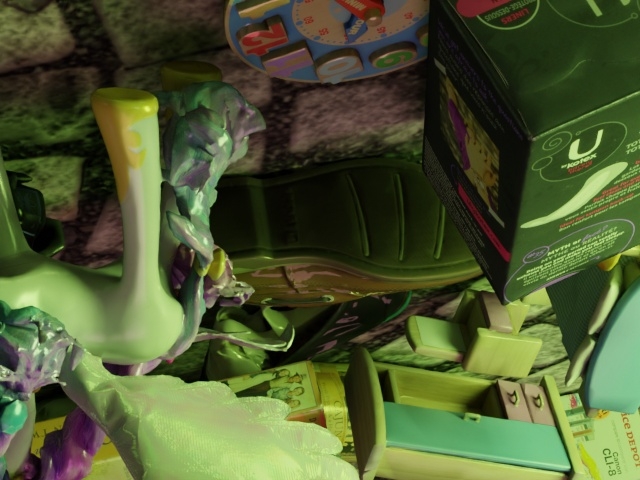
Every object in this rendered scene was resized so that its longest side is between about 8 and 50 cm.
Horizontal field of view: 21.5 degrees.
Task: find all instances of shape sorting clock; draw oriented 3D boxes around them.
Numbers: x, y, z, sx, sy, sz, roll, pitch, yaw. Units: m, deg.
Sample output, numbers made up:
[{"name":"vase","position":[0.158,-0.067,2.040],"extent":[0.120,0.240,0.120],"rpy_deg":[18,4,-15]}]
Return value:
[{"name":"shape sorting clock","position":[0.034,-0.167,1.161],"extent":[0.206,0.040,0.206],"rpy_deg":[-9,155,-4]}]

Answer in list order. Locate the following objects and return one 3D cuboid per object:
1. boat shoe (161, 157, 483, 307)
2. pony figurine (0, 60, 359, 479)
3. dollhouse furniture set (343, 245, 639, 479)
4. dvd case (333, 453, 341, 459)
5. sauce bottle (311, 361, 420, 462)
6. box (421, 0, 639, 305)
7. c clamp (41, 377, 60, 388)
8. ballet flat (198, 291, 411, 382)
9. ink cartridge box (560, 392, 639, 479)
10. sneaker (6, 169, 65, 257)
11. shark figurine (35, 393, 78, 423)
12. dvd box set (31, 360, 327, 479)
[{"name":"boat shoe","position":[0.000,0.000,1.432],"extent":[0.307,0.110,0.104],"rpy_deg":[3,154,-3]},{"name":"pony figurine","position":[-0.149,0.056,1.213],"extent":[0.351,0.303,0.363],"rpy_deg":[1,110,-18]},{"name":"dollhouse furniture set","position":[0.160,0.040,1.498],"extent":[0.198,0.286,0.303],"rpy_deg":[11,123,-14]},{"name":"dvd case","position":[-0.111,0.252,1.740],"extent":[0.221,0.018,0.164],"rpy_deg":[-29,147,24]},{"name":"sauce bottle","position":[0.056,0.186,1.832],"extent":[0.344,0.111,0.111],"rpy_deg":[3,152,-30]},{"name":"box","position":[0.177,-0.092,1.221],"extent":[0.165,0.143,0.270],"rpy_deg":[-24,156,-10]},{"name":"c clamp","position":[-0.284,0.120,1.659],"extent":[0.161,0.022,0.137],"rpy_deg":[0,158,-25]},{"name":"ballet flat","position":[-0.042,0.082,1.606],"extent":[0.280,0.095,0.096],"rpy_deg":[-37,136,25]},{"name":"ink cartridge box","position":[0.313,0.268,2.080],"extent":[0.176,0.128,0.127],"rpy_deg":[-12,155,0]},{"name":"sneaker","position":[-0.266,-0.032,1.285],"extent":[0.090,0.081,0.232],"rpy_deg":[-16,161,3]},{"name":"shark figurine","position":[-0.286,0.208,1.787],"extent":[0.278,0.166,0.116],"rpy_deg":[-28,-179,-4]},{"name":"dvd box set","position":[-0.195,0.252,1.619],"extent":[0.420,0.062,0.307],"rpy_deg":[-13,148,-3]}]
